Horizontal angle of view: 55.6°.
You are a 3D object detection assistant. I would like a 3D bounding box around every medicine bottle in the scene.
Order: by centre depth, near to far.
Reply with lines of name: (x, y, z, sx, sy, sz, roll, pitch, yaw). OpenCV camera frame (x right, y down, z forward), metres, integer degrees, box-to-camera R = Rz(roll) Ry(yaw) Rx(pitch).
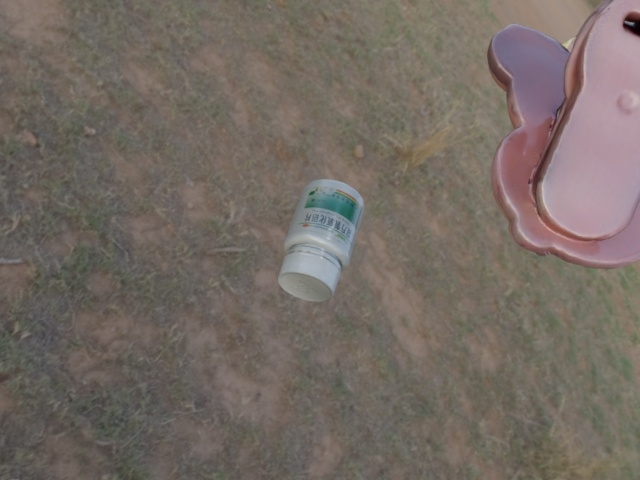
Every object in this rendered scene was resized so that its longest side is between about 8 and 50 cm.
medicine bottle: (0.000, 0.000, 0.709, 0.080, 0.080, 0.130, 36, 54, -26)

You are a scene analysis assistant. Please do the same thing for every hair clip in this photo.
hair clip: (0.141, -0.054, 0.331, 0.123, 0.138, 0.102, 19, 1, 3)

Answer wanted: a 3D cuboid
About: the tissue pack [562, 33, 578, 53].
tissue pack: (0.342, -0.164, 0.747, 0.106, 0.099, 0.149, 14, 48, -53)
